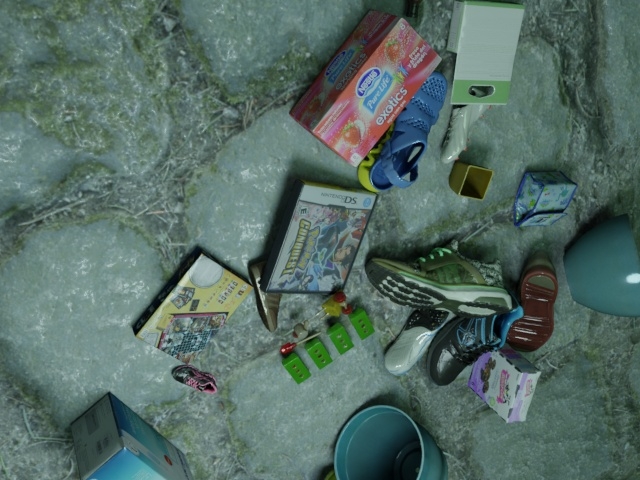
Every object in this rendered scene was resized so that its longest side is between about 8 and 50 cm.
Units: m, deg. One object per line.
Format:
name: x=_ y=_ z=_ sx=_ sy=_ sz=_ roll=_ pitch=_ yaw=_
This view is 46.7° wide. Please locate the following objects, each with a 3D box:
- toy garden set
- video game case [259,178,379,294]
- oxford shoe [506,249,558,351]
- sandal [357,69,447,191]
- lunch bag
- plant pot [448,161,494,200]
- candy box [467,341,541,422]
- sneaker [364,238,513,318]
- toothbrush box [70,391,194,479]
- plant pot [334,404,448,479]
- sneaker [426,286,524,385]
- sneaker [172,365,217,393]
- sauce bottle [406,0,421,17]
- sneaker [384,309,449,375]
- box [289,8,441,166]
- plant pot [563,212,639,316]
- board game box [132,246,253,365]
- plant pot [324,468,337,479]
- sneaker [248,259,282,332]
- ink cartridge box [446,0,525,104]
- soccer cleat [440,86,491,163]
toy garden set: x=0.001 y=0.234 z=1.864 sx=0.244 sy=0.049 sz=0.204 roll=-34 pitch=139 yaw=-5
video game case: x=0.000 y=0.000 z=1.745 sx=0.248 sy=0.035 sz=0.275 roll=5 pitch=111 yaw=-43
oxford shoe: x=0.606 y=0.178 z=2.097 sx=0.123 sy=0.130 sz=0.348 roll=11 pitch=133 yaw=8
sandal: x=0.212 y=-0.241 z=1.711 sx=0.126 sy=0.138 sz=0.317 roll=18 pitch=102 yaw=-28
lunch bag: x=0.594 y=-0.102 z=1.982 sx=0.128 sy=0.096 sz=0.151 roll=-3 pitch=128 yaw=-27
plant pot: x=0.367 y=-0.155 z=1.852 sx=0.081 sy=0.083 sz=0.081 roll=9 pitch=108 yaw=-28
candy box: x=0.519 y=0.393 z=2.106 sx=0.070 sy=0.196 sz=0.165 roll=2 pitch=111 yaw=-26
sneaker: x=0.306 y=0.081 z=1.925 sx=0.410 sy=0.158 sz=0.182 roll=15 pitch=63 yaw=-17
toothbrush box: x=-0.423 y=0.528 z=1.718 sx=0.126 sy=0.216 sz=0.295 roll=-39 pitch=122 yaw=-4
plant pot: x=0.217 y=0.618 z=2.046 sx=0.272 sy=0.271 sz=0.255 roll=-51 pitch=138 yaw=3
sneaker: x=0.419 y=0.272 z=2.038 sx=0.125 sy=0.139 sz=0.341 roll=26 pitch=101 yaw=-35
sneaker: x=-0.299 y=0.340 z=1.785 sx=0.119 sy=0.057 sz=0.047 roll=23 pitch=104 yaw=-30
sauce bottle: x=0.210 y=-0.554 z=1.622 sx=0.042 sy=0.042 sz=0.128 roll=-1 pitch=111 yaw=-25
sneaker: x=0.263 y=0.265 z=2.006 sx=0.237 sy=0.085 sz=0.086 roll=-49 pitch=149 yaw=-2
box: x=0.093 y=-0.333 z=1.605 sx=0.142 sy=0.154 sz=0.300 roll=36 pitch=96 yaw=-32
plant pot: x=0.796 y=0.087 z=2.077 sx=0.195 sy=0.290 sz=0.290 roll=-14 pitch=125 yaw=22
board game box: x=-0.293 y=0.155 z=1.711 sx=0.165 sy=0.042 sz=0.243 roll=38 pitch=94 yaw=-33
plant pot: x=0.069 y=0.889 z=2.060 sx=0.366 sy=0.366 sz=0.353 roll=21 pitch=114 yaw=-31
sneaker: x=-0.116 y=0.134 z=1.770 sx=0.071 sy=0.066 sz=0.188 roll=-22 pitch=121 yaw=-18
ink cartridge box: x=0.380 y=-0.442 z=1.743 sx=0.171 sy=0.056 sz=0.235 roll=-4 pitch=115 yaw=-23
soccer cleat: x=0.337 y=-0.280 z=1.796 sx=0.076 sy=0.068 sz=0.196 roll=31 pitch=90 yaw=-27
